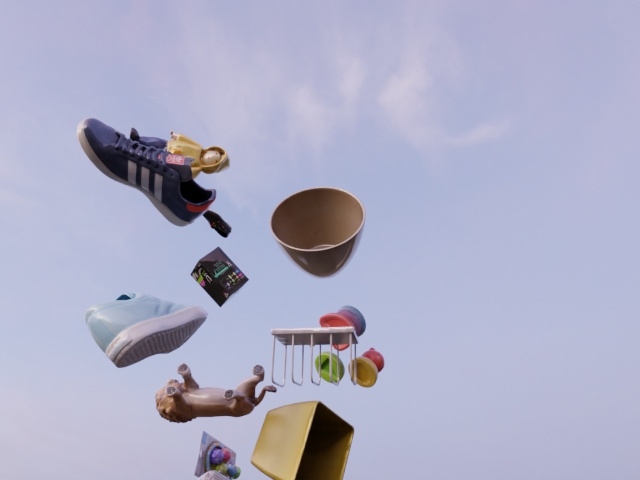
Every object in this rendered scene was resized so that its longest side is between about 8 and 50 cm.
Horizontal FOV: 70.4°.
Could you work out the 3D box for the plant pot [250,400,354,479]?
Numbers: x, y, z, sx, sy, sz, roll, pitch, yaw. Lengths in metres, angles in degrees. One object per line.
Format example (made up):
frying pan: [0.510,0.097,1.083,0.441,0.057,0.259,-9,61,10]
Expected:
plant pot: [-0.059,0.563,1.223,0.187,0.212,0.212,-6,-41,34]

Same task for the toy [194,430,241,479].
toy: [-0.331,0.749,1.529,0.056,0.137,0.237,-11,-44,13]

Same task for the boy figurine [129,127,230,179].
boy figurine: [-0.406,-0.238,1.316,0.285,0.177,0.092,9,-29,-14]

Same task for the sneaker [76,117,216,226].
sneaker: [-0.394,-0.182,1.085,0.148,0.131,0.350,-27,-46,23]

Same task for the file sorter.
file sorter: [-0.014,0.401,1.541,0.277,0.173,0.193,-4,-24,8]

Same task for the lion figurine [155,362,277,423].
lion figurine: [-0.314,0.472,1.346,0.392,0.142,0.240,6,-46,7]

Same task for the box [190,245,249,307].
box: [-0.181,0.066,0.813,0.083,0.052,0.062,47,-41,2]

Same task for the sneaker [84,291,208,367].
sneaker: [-0.372,0.166,1.011,0.150,0.135,0.366,45,0,9]

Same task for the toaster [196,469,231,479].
toaster: [-0.314,0.755,1.249,0.146,0.227,0.129,40,-47,-1]

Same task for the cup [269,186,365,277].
cup: [0.000,0.000,1.622,0.331,0.331,0.237,-1,-46,8]

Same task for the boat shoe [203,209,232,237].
boat shoe: [-0.353,-0.059,1.538,0.048,0.042,0.133,-7,-39,35]

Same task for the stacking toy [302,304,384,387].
stacking toy: [0.094,0.408,1.769,0.279,0.130,0.309,-21,-86,40]
